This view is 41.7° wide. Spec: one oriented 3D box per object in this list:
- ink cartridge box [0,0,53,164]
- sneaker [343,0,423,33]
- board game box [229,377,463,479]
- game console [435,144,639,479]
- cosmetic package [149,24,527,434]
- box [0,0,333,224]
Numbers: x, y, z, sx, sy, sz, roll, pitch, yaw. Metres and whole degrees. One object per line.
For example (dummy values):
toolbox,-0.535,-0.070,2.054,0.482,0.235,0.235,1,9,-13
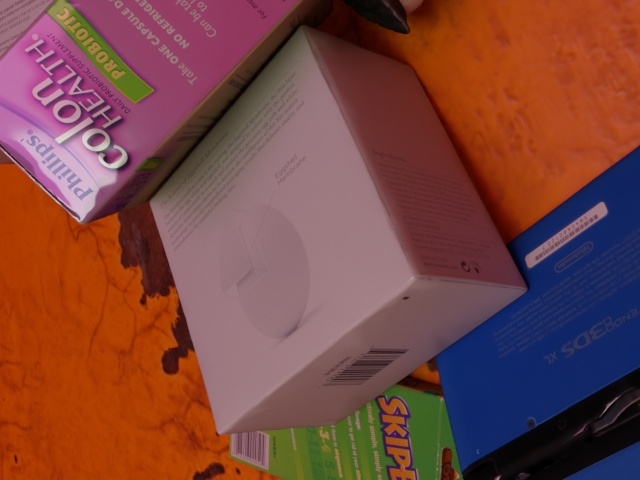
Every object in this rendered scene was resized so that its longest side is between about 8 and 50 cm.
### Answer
ink cartridge box,-0.295,-0.242,0.895,0.309,0.130,0.272,-10,89,38
sneaker,0.006,-0.354,0.674,0.182,0.158,0.410,-37,70,5
board game box,0.021,0.172,0.758,0.259,0.039,0.124,10,102,39
game console,0.247,0.096,0.578,0.293,0.173,0.250,-41,39,33
cosmetic package,0.000,0.000,0.664,0.224,0.138,0.225,-42,58,34
box,-0.113,-0.146,0.642,0.117,0.213,0.243,44,96,-5
